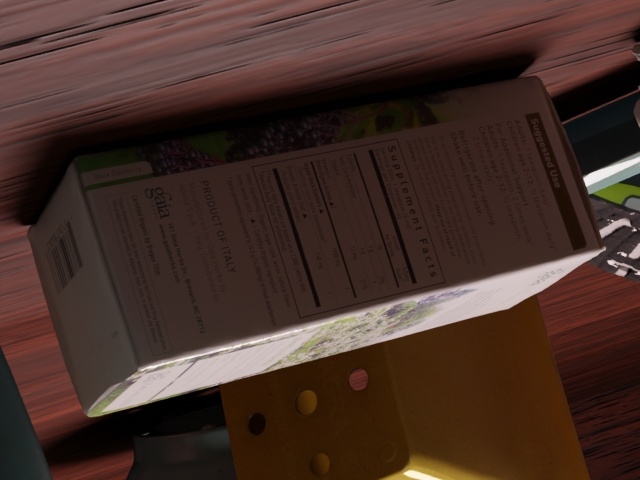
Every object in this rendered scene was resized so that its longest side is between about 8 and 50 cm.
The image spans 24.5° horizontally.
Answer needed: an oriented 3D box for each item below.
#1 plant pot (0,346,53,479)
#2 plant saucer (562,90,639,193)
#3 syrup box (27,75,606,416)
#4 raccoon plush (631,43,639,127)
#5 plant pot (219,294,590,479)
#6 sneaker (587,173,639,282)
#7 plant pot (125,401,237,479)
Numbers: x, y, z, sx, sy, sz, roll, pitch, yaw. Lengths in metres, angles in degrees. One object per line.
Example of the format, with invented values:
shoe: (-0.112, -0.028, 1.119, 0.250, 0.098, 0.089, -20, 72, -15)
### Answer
plant pot: (-0.195, 0.117, 0.394, 0.293, 0.235, 0.293, -30, -179, 0)
plant saucer: (0.166, -0.056, 0.781, 0.192, 0.018, 0.067, -24, -154, 17)
syrup box: (0.000, 0.000, 0.672, 0.237, 0.096, 0.093, -14, 168, -26)
raccoon plush: (0.371, -0.151, 0.594, 0.299, 0.216, 0.446, -29, -156, -30)
plant pot: (0.043, 0.130, 1.075, 0.212, 0.212, 0.187, -27, 153, 29)
sneaker: (0.270, -0.039, 0.898, 0.300, 0.121, 0.111, 4, 162, -12)
plant pot: (-0.059, 0.240, 1.284, 0.293, 0.196, 0.293, -13, -178, 0)
